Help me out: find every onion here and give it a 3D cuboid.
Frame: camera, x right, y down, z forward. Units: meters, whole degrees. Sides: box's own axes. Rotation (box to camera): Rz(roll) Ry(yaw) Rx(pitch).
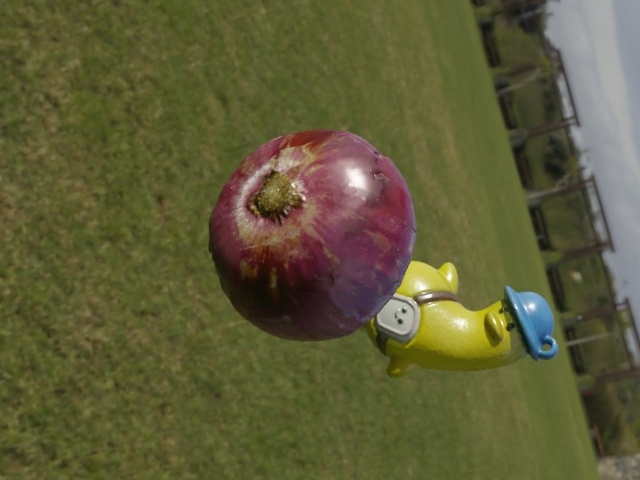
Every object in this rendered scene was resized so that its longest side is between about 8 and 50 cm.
[{"bbox_3d":[-0.005,-0.004,0.835,0.153,0.177,0.177,38,31,-27],"label":"onion"}]

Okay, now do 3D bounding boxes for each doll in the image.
[{"bbox_3d":[0.178,0.126,1.540,0.145,0.363,0.199,50,56,-59],"label":"doll"}]
